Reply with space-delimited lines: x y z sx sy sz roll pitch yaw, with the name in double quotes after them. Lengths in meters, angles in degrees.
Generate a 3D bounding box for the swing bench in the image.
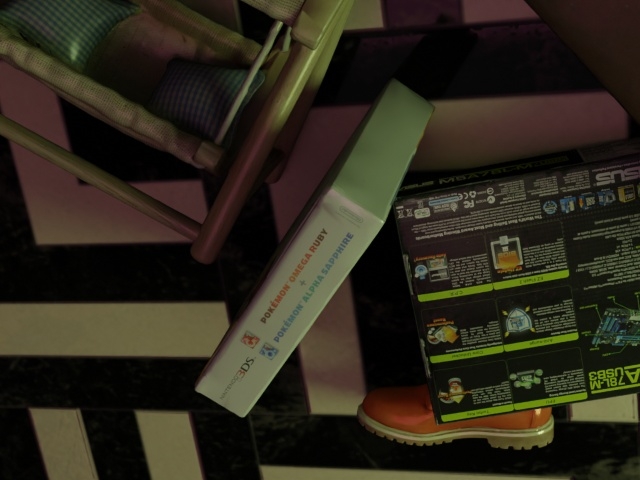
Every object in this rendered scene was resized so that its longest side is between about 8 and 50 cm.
-0.113 -0.170 0.796 0.253 0.165 0.255 28 119 2 "swing bench"

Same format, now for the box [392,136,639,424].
0.160 0.032 0.854 0.190 0.045 0.184 -11 110 7 "box"

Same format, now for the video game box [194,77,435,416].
0.000 0.000 0.822 0.048 0.205 0.187 35 120 -4 "video game box"

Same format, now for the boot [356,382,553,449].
0.106 0.118 0.937 0.157 0.059 0.085 -2 112 8 "boot"

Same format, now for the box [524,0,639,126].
0.272 -0.144 0.710 0.381 0.143 0.191 45 119 -6 "box"
